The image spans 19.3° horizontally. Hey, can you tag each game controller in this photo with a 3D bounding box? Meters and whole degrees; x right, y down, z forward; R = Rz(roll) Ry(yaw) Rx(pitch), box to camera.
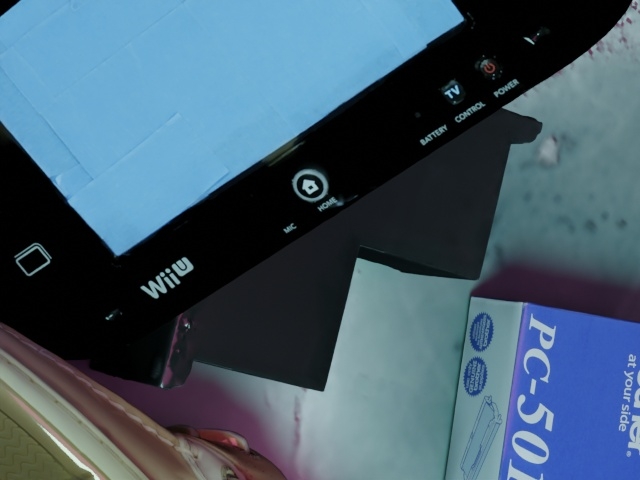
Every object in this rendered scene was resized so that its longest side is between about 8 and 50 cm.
[{"bbox_3d":[-0.041,-0.077,0.685,0.166,0.319,0.067,55,30,-4],"label":"game controller"}]

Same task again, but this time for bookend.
[{"bbox_3d":[0.000,0.000,0.826,0.157,0.072,0.156,16,85,-30],"label":"bookend"}]

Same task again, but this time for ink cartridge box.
[{"bbox_3d":[0.108,0.136,0.907,0.097,0.046,0.207,11,86,-31],"label":"ink cartridge box"}]

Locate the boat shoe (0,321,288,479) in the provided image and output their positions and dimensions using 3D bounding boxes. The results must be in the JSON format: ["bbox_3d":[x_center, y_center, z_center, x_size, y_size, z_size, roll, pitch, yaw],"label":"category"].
[{"bbox_3d":[-0.065,0.138,0.783,0.341,0.121,0.110,50,32,-25],"label":"boat shoe"}]
